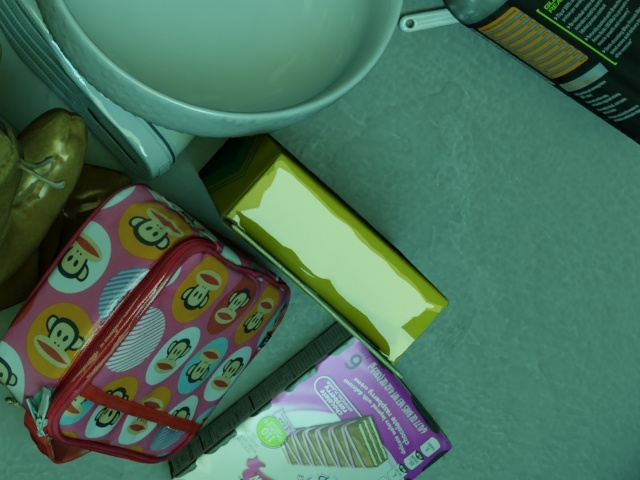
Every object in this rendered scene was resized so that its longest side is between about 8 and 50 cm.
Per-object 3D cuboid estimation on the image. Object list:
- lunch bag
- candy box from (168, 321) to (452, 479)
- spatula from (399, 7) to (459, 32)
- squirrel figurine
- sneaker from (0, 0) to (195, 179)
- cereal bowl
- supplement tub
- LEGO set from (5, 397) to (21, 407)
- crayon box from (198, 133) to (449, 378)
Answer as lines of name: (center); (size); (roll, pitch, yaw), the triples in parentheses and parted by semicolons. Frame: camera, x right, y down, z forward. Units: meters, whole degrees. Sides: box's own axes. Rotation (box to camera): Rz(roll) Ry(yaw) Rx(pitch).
lunch bag: (-0.170, 0.095, 1.683); (0.120, 0.293, 0.258); (40, 92, 22)
candy box: (-0.011, 0.210, 1.834); (0.233, 0.071, 0.159); (-39, 104, 1)
spatula: (0.185, -0.290, 1.795); (0.242, 0.019, 0.168); (-10, 108, -6)
squirrel figurine: (-0.371, 0.005, 1.589); (0.397, 0.370, 0.281); (-40, 103, 1)
sneaker: (-0.211, -0.177, 1.734); (0.091, 0.094, 0.258); (-45, 104, -24)
cereal bowl: (-0.103, -0.241, 1.668); (0.339, 0.141, 0.339); (6, 71, -19)
supplement tub: (0.246, -0.236, 1.707); (0.316, 0.193, 0.193); (32, 95, -19)
LEGO set: (-0.282, 0.125, 1.803); (0.054, 0.023, 0.083); (-7, 102, -7)
crayon box: (0.000, 0.000, 1.668); (0.202, 0.318, 0.081); (42, 93, -14)
